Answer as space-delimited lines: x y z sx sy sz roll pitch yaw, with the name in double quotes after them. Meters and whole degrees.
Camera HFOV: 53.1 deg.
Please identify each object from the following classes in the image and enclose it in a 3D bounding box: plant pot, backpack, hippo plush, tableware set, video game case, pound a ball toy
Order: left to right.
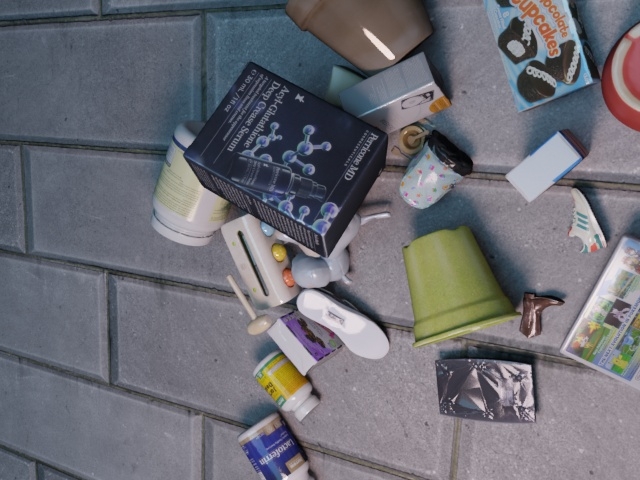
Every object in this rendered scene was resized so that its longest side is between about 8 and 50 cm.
-0.164 0.079 1.821 0.136 0.208 0.319 -21 95 29 "pound a ball toy"
0.000 0.000 1.803 0.234 0.294 0.236 44 144 36 "hippo plush"
0.079 -0.407 1.732 0.096 0.109 0.109 20 108 12 "plant pot"
0.123 -0.566 1.590 0.323 0.323 0.280 -37 97 28 "plant pot"
0.202 -0.297 1.714 0.194 0.039 0.128 36 113 20 "tableware set"
0.281 -0.170 1.644 0.152 0.115 0.182 43 122 3 "backpack"
0.326 0.109 1.606 0.276 0.276 0.254 -24 76 30 "plant pot"
0.757 0.187 1.453 0.300 0.036 0.329 26 116 15 "video game case"
0.709 -0.347 1.309 0.275 0.243 0.275 6 102 28 "plant pot"

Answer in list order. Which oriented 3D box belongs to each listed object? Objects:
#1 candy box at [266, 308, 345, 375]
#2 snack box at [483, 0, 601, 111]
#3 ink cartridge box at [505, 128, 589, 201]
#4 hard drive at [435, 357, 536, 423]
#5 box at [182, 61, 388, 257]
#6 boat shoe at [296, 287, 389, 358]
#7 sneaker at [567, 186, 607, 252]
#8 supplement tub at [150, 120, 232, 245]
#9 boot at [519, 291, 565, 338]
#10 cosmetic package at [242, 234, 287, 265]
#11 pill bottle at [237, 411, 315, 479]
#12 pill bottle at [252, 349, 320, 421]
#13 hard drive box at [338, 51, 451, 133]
-0.034 0.278 1.849 0.165 0.196 0.070 47 117 14 "candy box"
0.502 -0.483 1.482 0.187 0.060 0.322 -18 89 45 "snack box"
0.522 -0.174 1.465 0.148 0.203 0.086 -45 78 27 "ink cartridge box"
0.436 0.389 1.690 0.255 0.054 0.172 -3 96 29 "hard drive"
-0.078 -0.193 1.573 0.395 0.212 0.293 30 78 10 "box"
0.068 0.227 1.843 0.301 0.102 0.108 31 106 -2 "boat shoe"
0.614 -0.045 1.518 0.075 0.057 0.161 -26 88 24 "sneaker"
-0.369 -0.171 1.940 0.235 0.235 0.325 34 113 20 "supplement tub"
0.552 0.193 1.602 0.106 0.037 0.114 10 100 41 "boot"
-0.145 -0.017 1.940 0.239 0.060 0.099 -33 87 29 "cosmetic package"
-0.130 0.683 1.995 0.153 0.153 0.264 -39 80 28 "pill bottle"
-0.100 0.445 1.959 0.208 0.117 0.117 46 116 14 "pill bottle"
0.189 -0.354 1.606 0.232 0.181 0.089 -22 75 22 "hard drive box"
